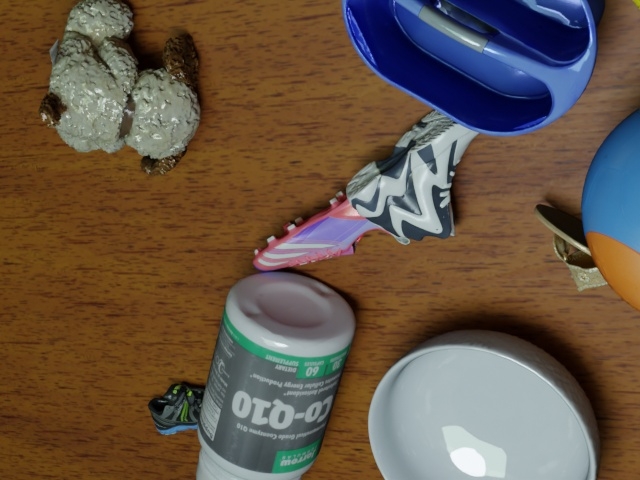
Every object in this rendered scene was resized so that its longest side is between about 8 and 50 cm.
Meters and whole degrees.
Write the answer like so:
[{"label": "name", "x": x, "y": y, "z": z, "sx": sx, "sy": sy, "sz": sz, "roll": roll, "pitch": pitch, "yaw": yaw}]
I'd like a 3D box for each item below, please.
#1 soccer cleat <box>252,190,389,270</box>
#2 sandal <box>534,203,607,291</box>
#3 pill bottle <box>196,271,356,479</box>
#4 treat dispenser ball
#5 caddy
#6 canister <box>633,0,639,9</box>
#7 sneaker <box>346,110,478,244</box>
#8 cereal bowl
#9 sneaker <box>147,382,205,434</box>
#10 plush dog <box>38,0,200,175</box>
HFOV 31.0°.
[{"label": "soccer cleat", "x": 0.000, "y": 0.000, "z": 1.742, "sx": 0.248, "sy": 0.083, "sz": 0.095, "roll": -32, "pitch": 96, "yaw": 30}, {"label": "sandal", "x": 0.381, "y": 0.044, "z": 1.565, "sx": 0.240, "sy": 0.088, "sz": 0.079, "roll": 28, "pitch": 115, "yaw": 7}, {"label": "pill bottle", "x": -0.081, "y": 0.247, "z": 1.816, "sx": 0.204, "sy": 0.204, "sz": 0.361, "roll": 24, "pitch": 121, "yaw": 16}, {"label": "treat dispenser ball", "x": 0.457, "y": -0.037, "z": 1.371, "sx": 0.288, "sy": 0.288, "sz": 0.288, "roll": 10, "pitch": 116, "yaw": 22}, {"label": "caddy", "x": 0.192, "y": -0.283, "z": 1.462, "sx": 0.341, "sy": 0.179, "sz": 0.241, "roll": 32, "pitch": 121, "yaw": 11}, {"label": "canister", "x": 0.478, "y": -0.274, "z": 1.386, "sx": 0.170, "sy": 0.073, "sz": 0.126, "roll": 46, "pitch": 123, "yaw": 0}, {"label": "sneaker", "x": 0.169, "y": -0.082, "z": 1.622, "sx": 0.235, "sy": 0.094, "sz": 0.153, "roll": -39, "pitch": 113, "yaw": 12}, {"label": "cereal bowl", "x": 0.250, "y": 0.274, "z": 1.699, "sx": 0.339, "sy": 0.141, "sz": 0.339, "roll": 10, "pitch": 116, "yaw": 22}, {"label": "sneaker", "x": -0.227, "y": 0.280, "z": 1.984, "sx": 0.188, "sy": 0.067, "sz": 0.078, "roll": -22, "pitch": 107, "yaw": 35}, {"label": "plush dog", "x": -0.292, "y": -0.210, "z": 1.748, "sx": 0.225, "sy": 0.210, "sz": 0.262, "roll": 12, "pitch": 119, "yaw": -5}]
